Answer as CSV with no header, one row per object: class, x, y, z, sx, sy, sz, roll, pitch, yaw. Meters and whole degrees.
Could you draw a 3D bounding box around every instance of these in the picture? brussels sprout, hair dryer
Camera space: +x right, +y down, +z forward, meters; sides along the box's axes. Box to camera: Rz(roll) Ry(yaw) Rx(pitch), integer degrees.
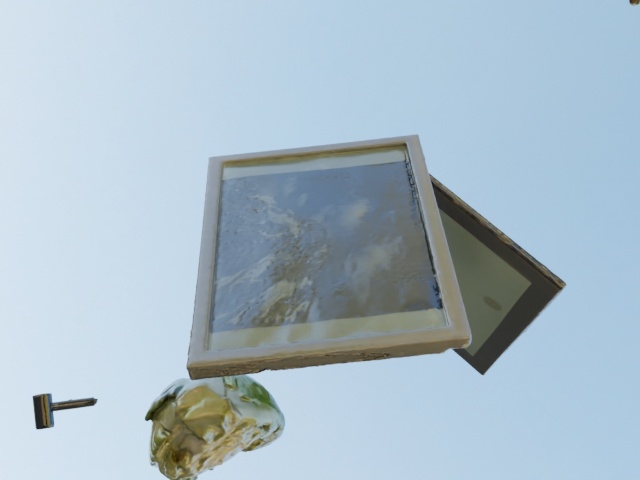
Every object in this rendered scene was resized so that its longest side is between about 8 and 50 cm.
brussels sprout,-0.105,0.178,0.849,0.139,0.100,0.181,-8,-35,-7
hair dryer,-0.341,0.224,1.147,0.026,0.083,0.047,154,-72,-65

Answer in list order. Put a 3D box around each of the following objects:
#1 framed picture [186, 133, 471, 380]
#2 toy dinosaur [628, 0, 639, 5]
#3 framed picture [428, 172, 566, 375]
framed picture,0.000,0.000,0.707,0.209,0.281,0.019,-8,-52,0
toy dinosaur,0.354,-0.319,0.830,0.126,0.039,0.162,-18,-58,0
framed picture,0.178,0.049,1.203,0.265,0.016,0.347,40,-25,13
